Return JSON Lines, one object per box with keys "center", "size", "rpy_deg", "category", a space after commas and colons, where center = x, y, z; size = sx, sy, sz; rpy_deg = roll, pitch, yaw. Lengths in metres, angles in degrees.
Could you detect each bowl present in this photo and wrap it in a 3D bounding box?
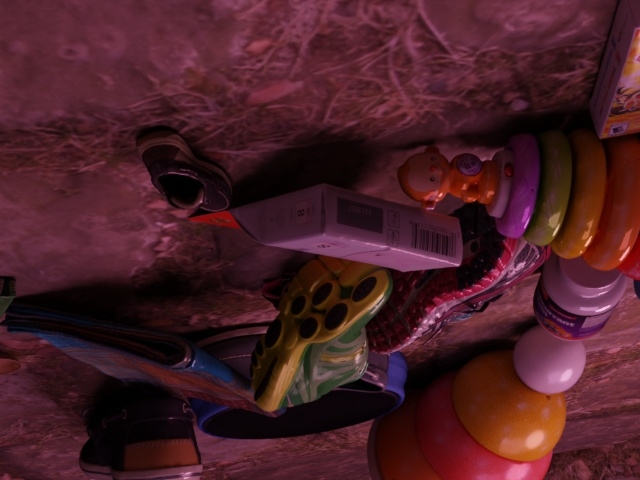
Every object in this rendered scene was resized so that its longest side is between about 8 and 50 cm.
{"center": [-0.037, 0.274, 1.694], "size": [0.391, 0.077, 0.391], "rpy_deg": [-7, 158, -3], "category": "bowl"}

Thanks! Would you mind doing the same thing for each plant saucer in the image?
{"center": [-0.469, 0.175, 1.373], "size": [0.083, 0.015, 0.083], "rpy_deg": [-7, 157, -3], "category": "plant saucer"}

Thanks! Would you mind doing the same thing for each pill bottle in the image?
{"center": [0.343, 0.058, 1.271], "size": [0.108, 0.108, 0.193], "rpy_deg": [-10, 157, 2], "category": "pill bottle"}

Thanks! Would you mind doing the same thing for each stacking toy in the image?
{"center": [0.324, 0.317, 1.715], "size": [0.350, 0.351, 0.480], "rpy_deg": [3, 140, -27], "category": "stacking toy"}
{"center": [0.226, -0.051, 0.955], "size": [0.301, 0.175, 0.166], "rpy_deg": [7, 161, -3], "category": "stacking toy"}

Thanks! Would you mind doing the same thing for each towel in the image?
{"center": [-0.221, 0.172, 1.299], "size": [0.271, 0.040, 0.370], "rpy_deg": [9, 162, 20], "category": "towel"}

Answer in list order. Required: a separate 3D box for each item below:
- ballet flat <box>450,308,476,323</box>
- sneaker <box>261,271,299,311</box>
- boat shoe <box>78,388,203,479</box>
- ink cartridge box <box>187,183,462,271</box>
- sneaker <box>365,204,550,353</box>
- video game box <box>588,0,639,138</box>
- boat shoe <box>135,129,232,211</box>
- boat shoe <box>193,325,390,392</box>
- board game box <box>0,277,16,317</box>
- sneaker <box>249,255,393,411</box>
{"center": [0.136, 0.086, 1.358], "size": [0.168, 0.057, 0.052], "rpy_deg": [3, -177, -19], "category": "ballet flat"}
{"center": [-0.024, 0.057, 1.227], "size": [0.119, 0.047, 0.057], "rpy_deg": [-22, 143, 27], "category": "sneaker"}
{"center": [-0.308, 0.331, 1.641], "size": [0.186, 0.156, 0.500], "rpy_deg": [-3, 172, -20], "category": "boat shoe"}
{"center": [0.000, 0.000, 1.001], "size": [0.189, 0.066, 0.232], "rpy_deg": [11, 162, -39], "category": "ink cartridge box"}
{"center": [0.155, 0.062, 1.198], "size": [0.112, 0.121, 0.299], "rpy_deg": [7, 153, -38], "category": "sneaker"}
{"center": [0.347, -0.164, 0.823], "size": [0.205, 0.048, 0.187], "rpy_deg": [-10, 155, 3], "category": "video game box"}
{"center": [-0.127, -0.052, 0.910], "size": [0.056, 0.049, 0.152], "rpy_deg": [-16, 157, 17], "category": "boat shoe"}
{"center": [-0.044, 0.188, 1.451], "size": [0.319, 0.099, 0.116], "rpy_deg": [0, 160, -17], "category": "boat shoe"}
{"center": [-0.495, 0.071, 1.099], "size": [0.259, 0.030, 0.136], "rpy_deg": [6, 151, -31], "category": "board game box"}
{"center": [0.011, 0.110, 1.195], "size": [0.123, 0.109, 0.295], "rpy_deg": [3, 143, -31], "category": "sneaker"}
